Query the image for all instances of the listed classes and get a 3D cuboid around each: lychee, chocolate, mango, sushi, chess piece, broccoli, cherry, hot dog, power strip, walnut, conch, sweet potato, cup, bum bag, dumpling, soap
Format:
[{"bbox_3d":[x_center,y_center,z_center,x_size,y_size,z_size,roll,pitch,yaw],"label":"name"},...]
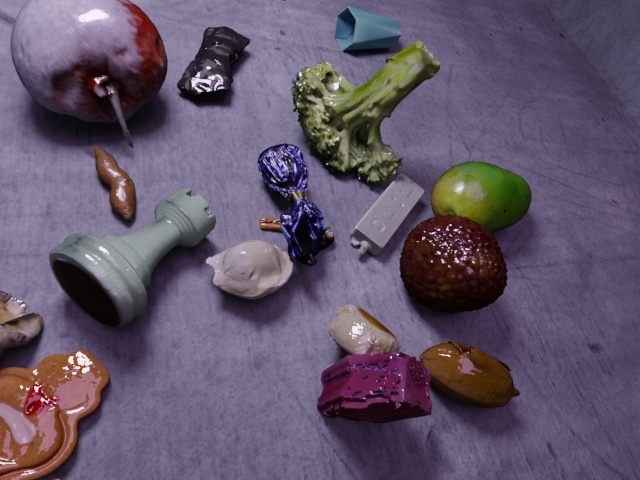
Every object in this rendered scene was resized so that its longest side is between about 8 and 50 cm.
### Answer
[{"bbox_3d":[0.332,0.060,1.012,0.261,0.260,0.260,9,58,-16],"label":"lychee"},{"bbox_3d":[-0.055,-0.084,0.990,0.126,0.148,0.343,-27,58,10],"label":"chocolate"},{"bbox_3d":[0.492,-0.133,1.208,0.382,0.201,0.225,-13,56,-30],"label":"mango"},{"bbox_3d":[0.000,0.000,1.046,0.083,0.044,0.046,-28,95,-30],"label":"sushi"},{"bbox_3d":[-0.355,0.012,0.821,0.195,0.194,0.299,37,47,3],"label":"chess piece"},{"bbox_3d":[0.094,-0.394,1.098,0.353,0.397,0.274,11,56,-6],"label":"broccoli"},{"bbox_3d":[-0.554,-0.438,0.955,0.335,0.291,0.326,27,64,19],"label":"cherry"},{"bbox_3d":[-0.116,-0.042,1.030,0.083,0.021,0.037,3,61,-18],"label":"hot dog"},{"bbox_3d":[0.190,-0.074,1.142,0.098,0.058,0.338,39,56,4],"label":"power strip"},{"bbox_3d":[0.347,0.315,0.936,0.245,0.137,0.137,27,55,0],"label":"walnut"},{"bbox_3d":[-0.594,0.156,0.657,0.245,0.163,0.178,-18,83,-60],"label":"conch"},{"bbox_3d":[-0.475,-0.141,0.932,0.065,0.051,0.218,-22,71,-27],"label":"sweet potato"},{"bbox_3d":[0.188,-0.794,1.530,0.236,0.148,0.134,-10,38,-29],"label":"cup"},{"bbox_3d":[-0.314,-0.547,1.210,0.144,0.095,0.340,9,56,2],"label":"bum bag"},{"bbox_3d":[-0.151,0.069,0.893,0.199,0.118,0.136,-1,58,-16],"label":"dumpling"},{"bbox_3d":[0.109,0.294,0.779,0.162,0.250,0.099,19,58,-12],"label":"soap"}]

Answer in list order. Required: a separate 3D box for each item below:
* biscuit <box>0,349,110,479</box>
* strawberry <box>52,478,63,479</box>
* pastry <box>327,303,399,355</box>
[{"bbox_3d":[-0.515,0.315,0.653,0.202,0.047,0.334,45,55,8],"label":"biscuit"},{"bbox_3d":[-0.328,0.427,0.481,0.318,0.345,0.295,19,13,11],"label":"strawberry"},{"bbox_3d":[0.095,0.211,0.885,0.166,0.166,0.088,36,91,2],"label":"pastry"}]
